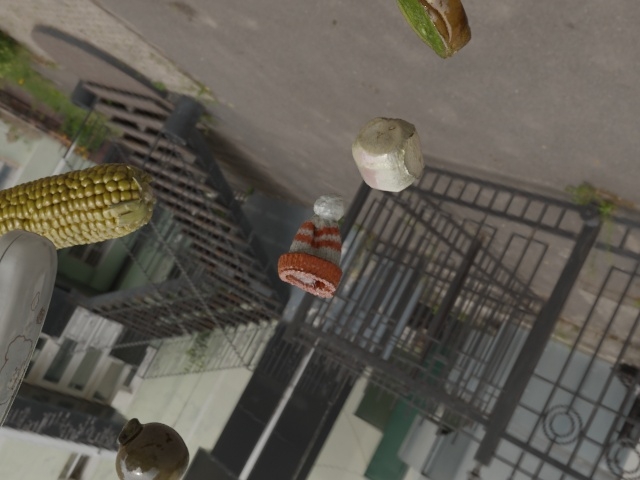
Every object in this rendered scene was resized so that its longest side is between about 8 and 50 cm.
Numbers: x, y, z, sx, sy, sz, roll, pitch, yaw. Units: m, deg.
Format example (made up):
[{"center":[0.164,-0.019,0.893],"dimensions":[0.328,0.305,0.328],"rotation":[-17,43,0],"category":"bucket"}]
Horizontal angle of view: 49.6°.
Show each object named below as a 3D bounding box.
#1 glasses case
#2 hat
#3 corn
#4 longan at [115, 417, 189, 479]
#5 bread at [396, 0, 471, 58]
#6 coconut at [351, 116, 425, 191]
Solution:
[{"center":[-0.246,0.085,0.509],"dimensions":[0.049,0.193,0.074],"rotation":[18,173,4],"category":"glasses case"},{"center":[0.000,0.000,1.132],"dimensions":[0.112,0.162,0.093],"rotation":[26,156,-29],"category":"hat"},{"center":[-0.328,-0.031,0.832],"dimensions":[0.260,0.091,0.091],"rotation":[-11,154,1],"category":"corn"},{"center":[-0.259,0.324,1.047],"dimensions":[0.119,0.106,0.106],"rotation":[48,175,4],"category":"longan"},{"center":[0.229,-0.493,1.467],"dimensions":[0.236,0.070,0.236],"rotation":[53,-175,-6],"category":"bread"},{"center":[0.110,-0.128,1.072],"dimensions":[0.110,0.110,0.124],"rotation":[25,166,31],"category":"coconut"}]
